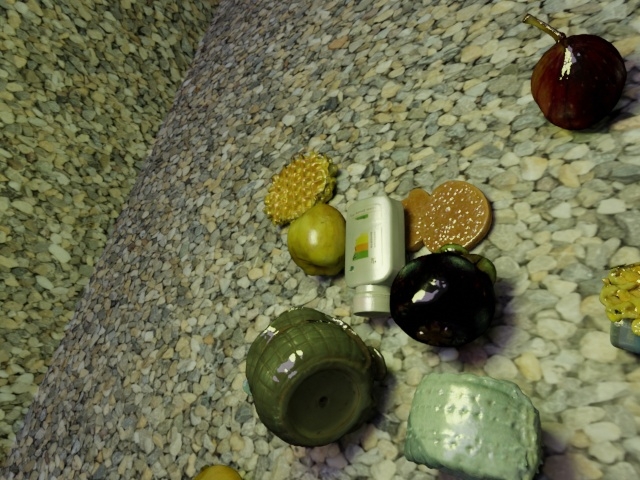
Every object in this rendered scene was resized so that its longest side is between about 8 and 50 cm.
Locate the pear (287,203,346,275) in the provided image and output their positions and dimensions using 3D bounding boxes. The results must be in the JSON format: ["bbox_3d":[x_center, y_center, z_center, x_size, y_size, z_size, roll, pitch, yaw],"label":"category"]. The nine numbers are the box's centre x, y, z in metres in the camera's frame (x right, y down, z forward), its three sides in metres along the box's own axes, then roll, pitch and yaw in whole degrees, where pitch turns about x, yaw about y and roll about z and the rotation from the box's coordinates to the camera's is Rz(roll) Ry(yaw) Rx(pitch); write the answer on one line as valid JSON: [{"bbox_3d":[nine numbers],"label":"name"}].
[{"bbox_3d":[0.000,0.000,1.297,0.199,0.200,0.200,-22,52,31],"label":"pear"}]

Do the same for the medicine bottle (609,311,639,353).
[{"bbox_3d":[0.592,0.161,0.742,0.203,0.083,0.084,10,72,43],"label":"medicine bottle"}]

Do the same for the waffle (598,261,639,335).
[{"bbox_3d":[0.601,0.090,0.715,0.280,0.060,0.262,11,36,38],"label":"waffle"}]

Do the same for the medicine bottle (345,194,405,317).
[{"bbox_3d":[0.136,0.042,1.172,0.161,0.111,0.297,-15,67,46],"label":"medicine bottle"}]

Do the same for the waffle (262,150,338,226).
[{"bbox_3d":[-0.068,-0.169,1.558,0.329,0.062,0.329,-22,51,29],"label":"waffle"}]

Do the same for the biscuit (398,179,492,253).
[{"bbox_3d":[0.292,-0.053,1.173,0.288,0.044,0.202,-7,65,42],"label":"biscuit"}]

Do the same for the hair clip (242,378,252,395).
[{"bbox_3d":[-0.087,0.432,1.207,0.275,0.083,0.048,14,69,38],"label":"hair clip"}]

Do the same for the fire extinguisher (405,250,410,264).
[{"bbox_3d":[0.213,0.055,1.193,0.038,0.025,0.083,6,63,3],"label":"fire extinguisher"}]

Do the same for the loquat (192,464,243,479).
[{"bbox_3d":[-0.271,0.653,1.163,0.172,0.149,0.204,-57,31,4],"label":"loquat"}]

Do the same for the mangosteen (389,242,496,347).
[{"bbox_3d":[0.263,0.114,0.983,0.242,0.243,0.243,-22,52,31],"label":"mangosteen"}]

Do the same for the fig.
[{"bbox_3d":[0.551,-0.369,0.989,0.186,0.249,0.204,-8,61,27],"label":"fig"}]

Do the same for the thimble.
[{"bbox_3d":[0.273,0.342,0.825,0.250,0.204,0.172,-17,47,55],"label":"thimble"}]

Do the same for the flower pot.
[{"bbox_3d":[-0.012,0.312,1.056,0.302,0.301,0.213,-55,29,0],"label":"flower pot"}]
